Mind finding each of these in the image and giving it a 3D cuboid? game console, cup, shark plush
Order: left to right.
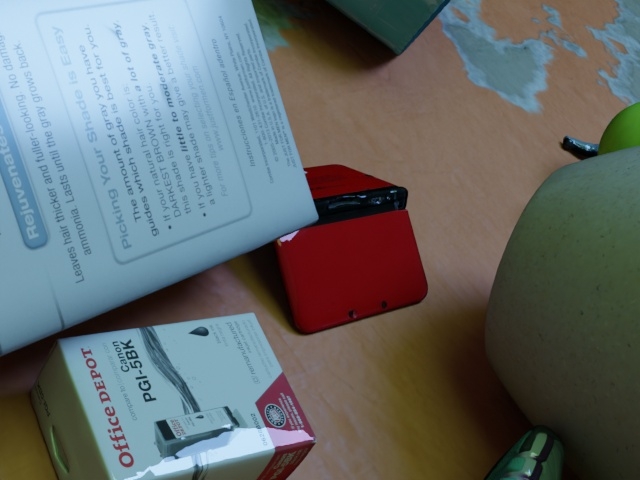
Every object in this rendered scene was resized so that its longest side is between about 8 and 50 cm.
[{"bbox_3d":[0.000,0.000,0.782,0.144,0.085,0.124,-11,26,-42],"label":"game console"},{"bbox_3d":[0.340,-0.081,1.092,0.161,0.073,0.067,1,26,-7],"label":"shark plush"},{"bbox_3d":[0.260,0.059,0.704,0.237,0.331,0.331,21,31,31],"label":"cup"}]

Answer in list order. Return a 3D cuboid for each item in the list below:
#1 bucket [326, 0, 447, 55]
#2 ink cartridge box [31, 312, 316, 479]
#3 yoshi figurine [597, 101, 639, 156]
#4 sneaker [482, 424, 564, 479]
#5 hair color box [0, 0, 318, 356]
[{"bbox_3d":[0.093,-0.334,0.991,0.183,0.281,0.281,43,39,-3],"label":"bucket"},{"bbox_3d":[-0.086,0.103,0.584,0.135,0.056,0.099,-5,54,-39],"label":"ink cartridge box"},{"bbox_3d":[0.409,-0.027,0.969,0.362,0.203,0.203,22,25,-11],"label":"yoshi figurine"},{"bbox_3d":[0.119,0.214,0.593,0.098,0.083,0.223,33,49,6],"label":"sneaker"},{"bbox_3d":[-0.181,-0.039,0.557,0.374,0.113,0.185,-24,99,-47],"label":"hair color box"}]
